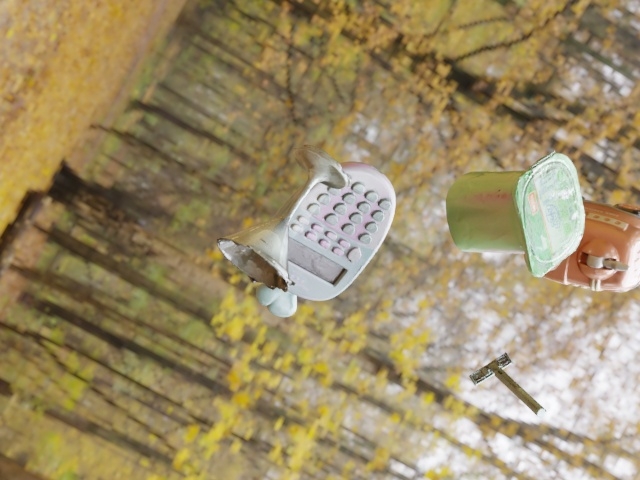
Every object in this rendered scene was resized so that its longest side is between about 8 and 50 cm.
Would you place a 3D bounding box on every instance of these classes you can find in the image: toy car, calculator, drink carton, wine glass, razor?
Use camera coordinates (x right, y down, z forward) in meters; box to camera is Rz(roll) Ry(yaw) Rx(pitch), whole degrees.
[{"bbox_3d":[0.533,0.013,2.395,0.212,0.270,0.181,-20,121,-62],"label":"toy car"},{"bbox_3d":[0.000,0.000,1.905,0.299,0.185,0.041,-52,-150,17],"label":"calculator"},{"bbox_3d":[0.260,-0.041,1.608,0.142,0.146,0.144,2,-156,46],"label":"drink carton"},{"bbox_3d":[-0.046,-0.034,1.594,0.183,0.122,0.122,-56,-173,-20],"label":"wine glass"},{"bbox_3d":[0.340,0.257,2.079,0.084,0.036,0.211,-32,-158,-7],"label":"razor"}]
